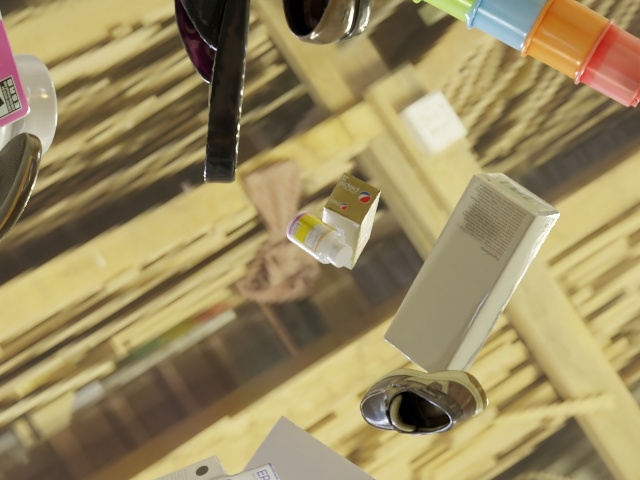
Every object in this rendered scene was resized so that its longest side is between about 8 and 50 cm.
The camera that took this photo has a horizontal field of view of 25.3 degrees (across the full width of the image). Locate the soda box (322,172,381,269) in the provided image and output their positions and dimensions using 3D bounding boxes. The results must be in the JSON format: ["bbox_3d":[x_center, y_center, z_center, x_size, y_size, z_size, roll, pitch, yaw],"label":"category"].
[{"bbox_3d":[0.038,-0.025,1.978,0.061,0.058,0.181,-61,172,-19],"label":"soda box"}]

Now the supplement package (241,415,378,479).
[{"bbox_3d":[-0.013,0.374,1.812,0.199,0.198,0.262,-54,167,-11],"label":"supplement package"}]

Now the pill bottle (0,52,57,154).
[{"bbox_3d":[-0.357,-0.117,1.270,0.221,0.121,0.121,-7,161,-40],"label":"pill bottle"}]

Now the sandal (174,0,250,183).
[{"bbox_3d":[-0.146,-0.287,1.860,0.107,0.445,0.167,4,153,-3],"label":"sandal"}]

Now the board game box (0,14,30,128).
[{"bbox_3d":[-0.353,-0.118,0.869,0.303,0.224,0.097,-31,-140,-26],"label":"board game box"}]

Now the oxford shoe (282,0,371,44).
[{"bbox_3d":[0.000,-0.289,1.288,0.083,0.227,0.096,4,-164,32],"label":"oxford shoe"}]

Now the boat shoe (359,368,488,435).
[{"bbox_3d":[0.079,0.144,1.248,0.049,0.056,0.152,-28,-175,-37],"label":"boat shoe"}]

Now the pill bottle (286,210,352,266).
[{"bbox_3d":[0.000,0.000,1.749,0.043,0.083,0.043,-31,140,-31],"label":"pill bottle"}]

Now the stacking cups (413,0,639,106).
[{"bbox_3d":[0.198,-0.242,1.440,0.096,0.316,0.096,-59,170,-16],"label":"stacking cups"}]

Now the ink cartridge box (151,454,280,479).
[{"bbox_3d":[-0.118,0.321,1.519,0.208,0.206,0.045,-20,-141,3],"label":"ink cartridge box"}]

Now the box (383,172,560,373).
[{"bbox_3d":[0.206,0.049,1.958,0.094,0.113,0.275,-7,131,-59],"label":"box"}]

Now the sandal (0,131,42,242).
[{"bbox_3d":[-0.304,-0.009,1.100,0.219,0.060,0.090,-36,-143,8],"label":"sandal"}]
